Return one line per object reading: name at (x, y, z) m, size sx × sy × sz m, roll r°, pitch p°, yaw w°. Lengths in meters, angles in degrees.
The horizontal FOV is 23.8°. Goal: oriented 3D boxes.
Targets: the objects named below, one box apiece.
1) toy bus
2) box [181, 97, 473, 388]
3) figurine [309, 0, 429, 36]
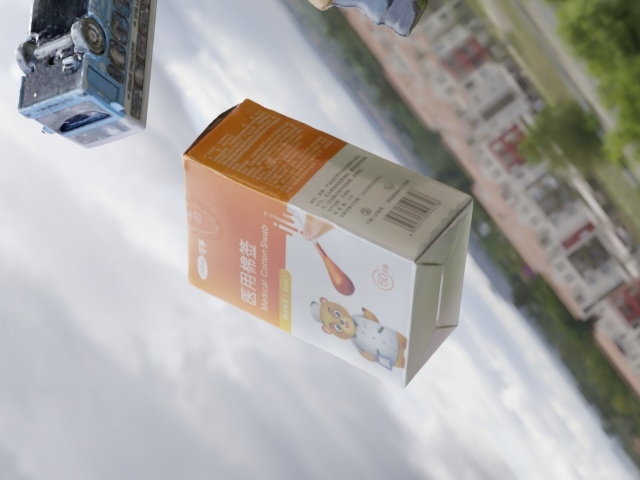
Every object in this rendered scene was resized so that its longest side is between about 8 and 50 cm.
toy bus at (-0.252, -0.253, 1.672) m, size 0.131 × 0.106 × 0.297 m, roll 37°, pitch -134°, yaw -49°
box at (0.000, 0.000, 1.855) m, size 0.341 × 0.143 × 0.225 m, roll 26°, pitch 137°, yaw 24°
figurine at (-0.053, -0.287, 1.385) m, size 0.332 × 0.204 × 0.185 m, roll 42°, pitch -164°, yaw -4°
